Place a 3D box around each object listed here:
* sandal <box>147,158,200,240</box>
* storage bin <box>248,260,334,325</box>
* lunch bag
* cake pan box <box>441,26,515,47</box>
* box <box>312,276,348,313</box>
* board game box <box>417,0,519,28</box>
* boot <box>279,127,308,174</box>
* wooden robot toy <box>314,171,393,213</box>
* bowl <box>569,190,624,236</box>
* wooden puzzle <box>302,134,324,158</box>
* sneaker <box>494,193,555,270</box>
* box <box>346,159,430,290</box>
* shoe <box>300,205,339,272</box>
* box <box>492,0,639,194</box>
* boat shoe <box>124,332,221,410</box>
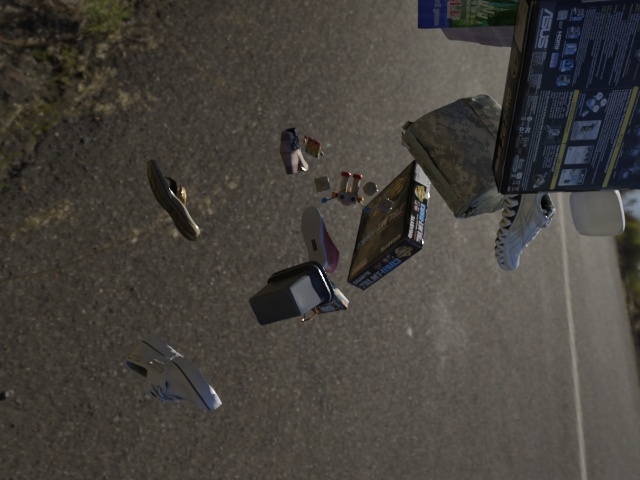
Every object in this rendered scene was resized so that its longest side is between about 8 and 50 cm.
[{"bbox_3d":[-0.287,-0.083,1.337,0.049,0.072,0.180,-37,97,-29],"label":"sandal"},{"bbox_3d":[-0.056,0.108,1.207,0.091,0.135,0.098,-33,101,-49],"label":"storage bin"},{"bbox_3d":[0.384,-0.216,1.774,0.256,0.212,0.305,-18,66,-30],"label":"lunch bag"},{"bbox_3d":[0.323,-0.510,1.425,0.245,0.267,0.070,38,82,-44],"label":"cake pan box"},{"bbox_3d":[-0.002,0.134,1.673,0.137,0.094,0.027,50,38,-42],"label":"box"},{"bbox_3d":[0.326,-0.523,1.155,0.319,0.317,0.066,80,14,-48],"label":"board game box"},{"bbox_3d":[-0.051,-0.178,1.320,0.118,0.042,0.087,-49,136,-75],"label":"boot"},{"bbox_3d":[0.069,-0.102,1.445,0.079,0.173,0.076,102,1,-88],"label":"wooden robot toy"},{"bbox_3d":[0.769,-0.085,1.860,0.053,0.142,0.142,-31,111,-39],"label":"bowl"},{"bbox_3d":[-0.022,-0.267,1.933,0.006,0.083,0.049,-25,139,-44],"label":"wooden puzzle"},{"bbox_3d":[0.489,-0.043,1.605,0.110,0.118,0.292,-50,148,-48],"label":"sneaker"},{"bbox_3d":[0.200,-0.041,1.945,0.073,0.295,0.293,27,52,-16],"label":"box"},{"bbox_3d":[0.000,0.000,1.783,0.081,0.063,0.178,20,56,-59],"label":"shoe"},{"bbox_3d":[0.485,-0.257,1.170,0.097,0.318,0.395,-88,175,-46],"label":"box"},{"bbox_3d":[-0.283,0.257,1.249,0.088,0.267,0.096,-41,132,-23],"label":"boat shoe"}]
